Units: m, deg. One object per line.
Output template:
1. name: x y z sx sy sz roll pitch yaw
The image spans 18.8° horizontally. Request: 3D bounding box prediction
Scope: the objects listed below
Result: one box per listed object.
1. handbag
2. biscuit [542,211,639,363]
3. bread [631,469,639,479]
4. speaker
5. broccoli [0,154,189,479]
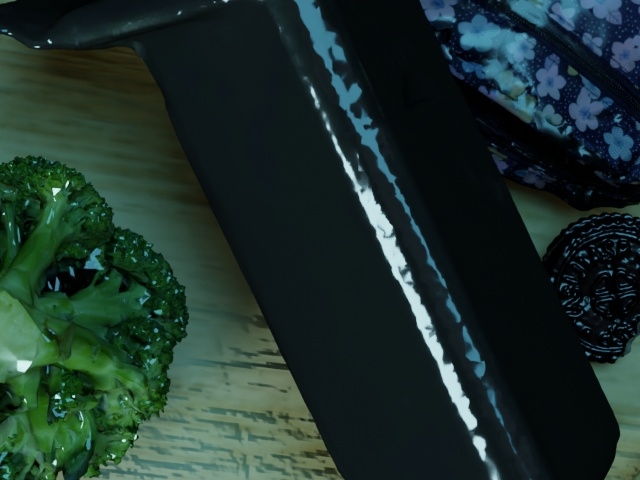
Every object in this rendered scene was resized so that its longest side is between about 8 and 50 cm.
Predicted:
1. handbag: 0.148 -0.136 1.188 0.228 0.127 0.208 32 73 -7
2. biscuit: 0.173 0.028 1.177 0.089 0.027 0.087 -37 101 3
3. bread: 0.253 0.165 1.155 0.178 0.060 0.139 -42 88 -24
4. speaker: 0.000 0.000 1.073 0.184 0.180 0.388 -25 93 21
5. broccoli: -0.166 0.049 1.025 0.195 0.156 0.195 1 95 9
